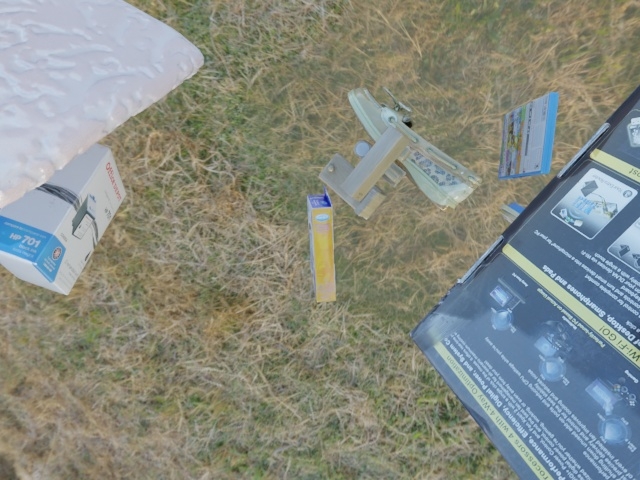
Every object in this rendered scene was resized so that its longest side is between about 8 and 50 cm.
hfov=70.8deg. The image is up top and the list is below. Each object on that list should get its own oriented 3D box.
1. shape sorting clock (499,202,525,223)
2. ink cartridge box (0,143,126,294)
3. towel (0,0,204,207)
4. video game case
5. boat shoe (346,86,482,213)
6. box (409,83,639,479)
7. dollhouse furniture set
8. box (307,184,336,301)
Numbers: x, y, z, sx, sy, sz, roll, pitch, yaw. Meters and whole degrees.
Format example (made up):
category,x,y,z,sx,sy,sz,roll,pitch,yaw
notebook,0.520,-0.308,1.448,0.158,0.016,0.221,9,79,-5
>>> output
category,x,y,z,sx,sy,sz,roll,pitch,yaw
shape sorting clock,0.379,0.009,0.745,0.206,0.206,0.040,44,102,5
ink cartridge box,-0.369,-0.037,0.645,0.082,0.139,0.190,21,64,-3
towel,-0.358,-0.216,0.518,0.317,0.331,0.053,30,141,2
video game case,0.338,-0.164,0.743,0.015,0.166,0.119,4,95,0
boat shoe,0.163,-0.179,0.810,0.089,0.104,0.285,-43,86,22
box,0.280,0.092,0.263,0.318,0.097,0.395,-51,43,14
dollhouse furniture set,0.057,-0.132,0.731,0.123,0.151,0.144,44,104,17
box,0.000,0.000,0.572,0.028,0.081,0.136,-6,107,-4
